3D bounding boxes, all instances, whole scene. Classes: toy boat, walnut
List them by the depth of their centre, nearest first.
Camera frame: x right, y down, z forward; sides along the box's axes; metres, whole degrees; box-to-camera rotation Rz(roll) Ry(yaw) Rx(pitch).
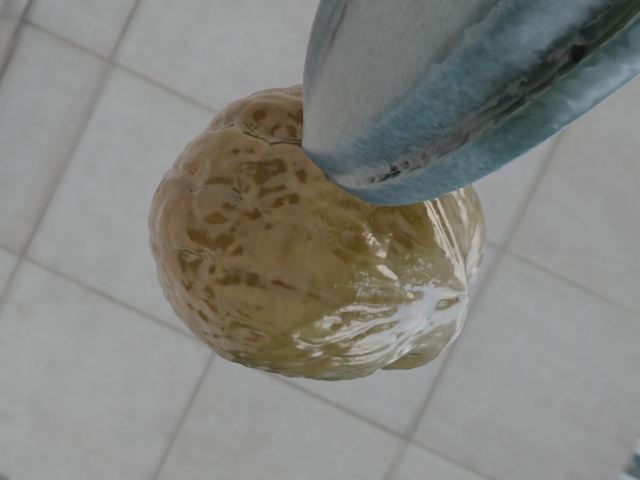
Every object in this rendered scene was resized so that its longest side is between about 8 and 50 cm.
[{"bbox_3d":[0.095,-0.107,0.320,0.319,0.092,0.141,-44,-159,36],"label":"toy boat"},{"bbox_3d":[0.000,0.000,0.542,0.105,0.124,0.105,-24,126,-37],"label":"walnut"}]
